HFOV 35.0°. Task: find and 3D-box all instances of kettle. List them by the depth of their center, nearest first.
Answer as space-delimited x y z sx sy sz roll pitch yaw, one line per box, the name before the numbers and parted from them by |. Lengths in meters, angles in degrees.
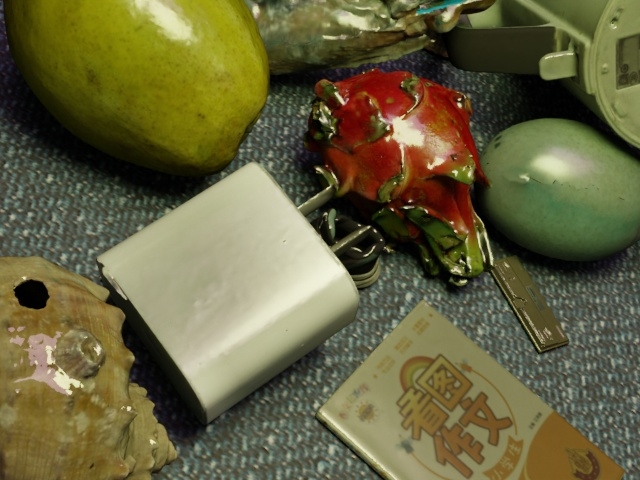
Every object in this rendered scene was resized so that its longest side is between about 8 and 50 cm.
kettle | 0.334 -0.273 1.287 0.361 0.250 0.377 -15 26 -4

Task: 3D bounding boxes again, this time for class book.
book | 0.165 0.219 1.085 0.295 0.020 0.208 40 52 9

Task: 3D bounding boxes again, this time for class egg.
egg | 0.302 -0.061 1.245 0.236 0.169 0.169 13 52 -10

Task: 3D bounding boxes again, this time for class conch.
conch | -0.250 0.105 0.858 0.324 0.186 0.263 47 11 -35

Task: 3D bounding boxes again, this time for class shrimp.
shrimp | -0.010 -0.306 1.226 0.445 0.221 0.110 1 14 5

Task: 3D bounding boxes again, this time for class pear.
pear | -0.192 -0.211 1.102 0.307 0.253 0.253 35 50 1

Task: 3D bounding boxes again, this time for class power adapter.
power adapter | -0.067 0.034 1.013 0.255 0.124 0.187 -34 74 -18

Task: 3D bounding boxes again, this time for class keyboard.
keyboard | 0.250 0.075 1.227 0.049 0.015 0.129 -11 60 -34

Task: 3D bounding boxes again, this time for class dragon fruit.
dragon fruit | 0.092 -0.071 1.174 0.200 0.198 0.269 -8 81 -26

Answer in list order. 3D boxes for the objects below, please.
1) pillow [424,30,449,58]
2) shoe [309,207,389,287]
pillow | 0.132 -0.333 1.462 0.211 0.034 0.135 20 49 -9
shoe | 0.000 0.000 1.124 0.169 0.099 0.071 8 56 -16
